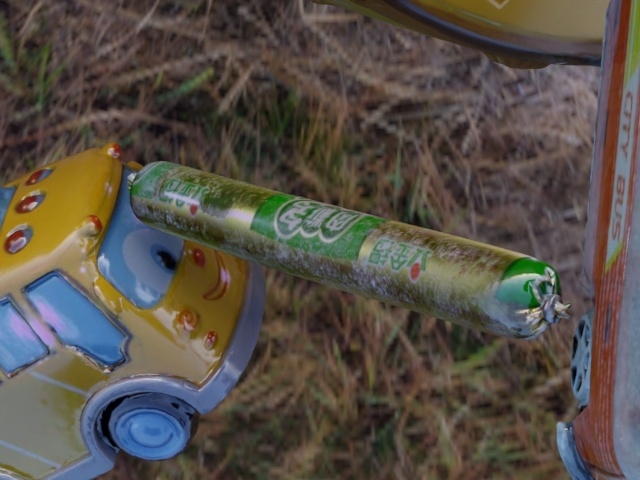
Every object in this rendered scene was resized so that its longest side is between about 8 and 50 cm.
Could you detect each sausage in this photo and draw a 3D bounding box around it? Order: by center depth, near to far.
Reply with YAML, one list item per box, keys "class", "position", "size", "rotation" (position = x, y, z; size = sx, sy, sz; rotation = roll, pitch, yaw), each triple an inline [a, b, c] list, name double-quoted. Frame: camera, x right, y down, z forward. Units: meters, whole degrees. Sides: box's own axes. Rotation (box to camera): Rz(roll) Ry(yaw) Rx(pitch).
- class: "sausage"
  position: [0.000, 0.001, 0.705]
  size: [0.032, 0.269, 0.033]
  rotation: [-12, 108, -39]

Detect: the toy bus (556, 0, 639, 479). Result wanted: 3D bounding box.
- class: "toy bus"
  position: [0.153, -0.027, 0.596]
  size: [0.121, 0.120, 0.265]
  rotation: [6, 88, -5]

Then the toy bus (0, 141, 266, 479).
- class: "toy bus"
  position: [-0.141, 0.044, 0.855]
  size: [0.209, 0.126, 0.136]
  rotation: [-28, 120, 25]

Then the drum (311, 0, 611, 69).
- class: "drum"
  position: [0.081, -0.296, 0.769]
  size: [0.431, 0.214, 0.431]
  rotation: [-6, 106, -23]
